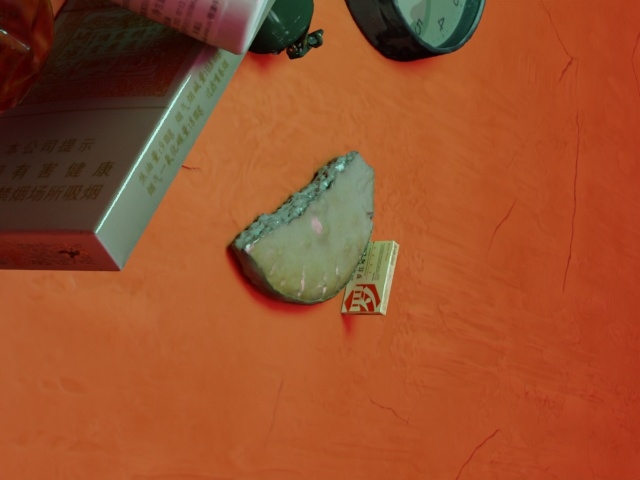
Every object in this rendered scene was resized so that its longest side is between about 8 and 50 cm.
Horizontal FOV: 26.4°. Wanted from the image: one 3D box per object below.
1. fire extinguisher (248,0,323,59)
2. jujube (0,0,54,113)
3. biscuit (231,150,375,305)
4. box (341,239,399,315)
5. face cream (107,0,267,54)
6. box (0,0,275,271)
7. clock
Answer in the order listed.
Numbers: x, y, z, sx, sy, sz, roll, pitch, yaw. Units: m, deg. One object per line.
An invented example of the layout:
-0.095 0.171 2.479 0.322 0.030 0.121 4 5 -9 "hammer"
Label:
-0.083 -0.285 1.397 0.311 0.095 0.114 52 38 -42 "fire extinguisher"
-0.309 -0.184 0.983 0.250 0.174 0.174 30 64 -47 "jujube"
0.001 0.000 1.566 0.290 0.038 0.141 -41 123 -49 "biscuit"
0.059 0.045 1.636 0.015 0.058 0.093 34 60 -47 "box"
-0.170 -0.232 1.066 0.082 0.269 0.082 -157 -90 -86 "face cream"
-0.175 -0.127 1.151 0.051 0.205 0.365 58 44 -39 "box"
0.122 -0.390 1.742 0.319 0.066 0.318 6 83 -57 "clock"
